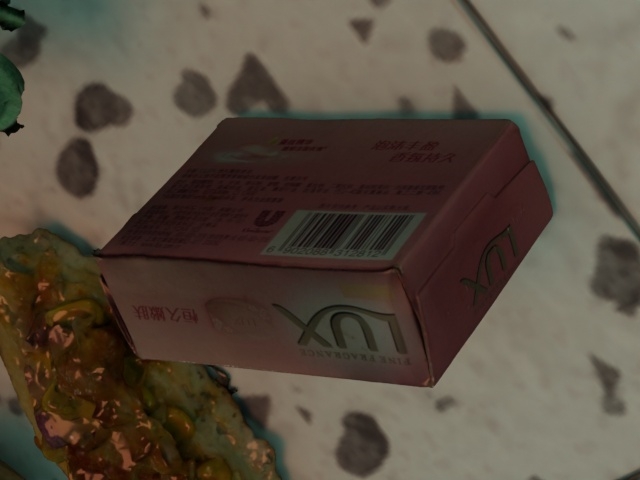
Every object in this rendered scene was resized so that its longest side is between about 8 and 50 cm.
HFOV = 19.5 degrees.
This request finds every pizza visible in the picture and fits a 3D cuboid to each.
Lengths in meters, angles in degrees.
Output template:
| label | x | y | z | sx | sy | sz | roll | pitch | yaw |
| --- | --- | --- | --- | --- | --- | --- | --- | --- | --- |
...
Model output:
| label | x | y | z | sx | sy | sz | roll | pitch | yaw |
| --- | --- | --- | --- | --- | --- | --- | --- | --- | --- |
| pizza | -0.088 | 0.104 | 0.908 | 0.127 | 0.058 | 0.246 | -14 | 112 | 38 |

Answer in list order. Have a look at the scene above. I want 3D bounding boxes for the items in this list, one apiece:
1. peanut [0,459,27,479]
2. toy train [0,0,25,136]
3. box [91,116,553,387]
| label | x | y | z | sx | sy | sz | roll | pitch | yaw |
| --- | --- | --- | --- | --- | --- | --- | --- | --- | --- |
| peanut | -0.268 | 0.228 | 1.042 | 0.174 | 0.158 | 0.340 | 36 | 132 | 15 |
| toy train | -0.248 | -0.090 | 0.802 | 0.189 | 0.126 | 0.307 | 28 | 140 | -32 |
| box | 0.000 | 0.000 | 0.747 | 0.156 | 0.111 | 0.060 | 5 | 128 | 33 |
